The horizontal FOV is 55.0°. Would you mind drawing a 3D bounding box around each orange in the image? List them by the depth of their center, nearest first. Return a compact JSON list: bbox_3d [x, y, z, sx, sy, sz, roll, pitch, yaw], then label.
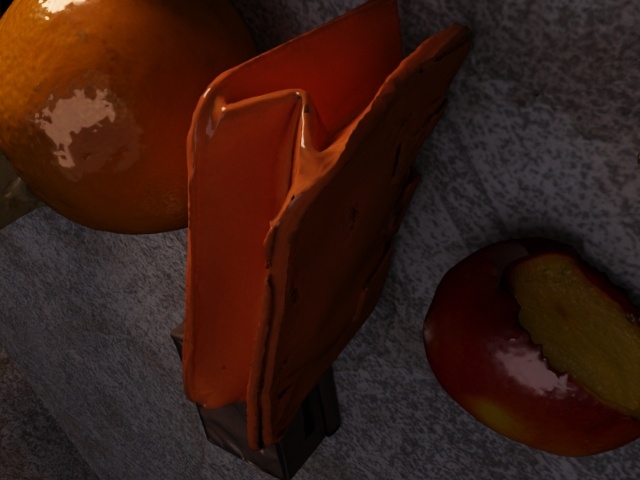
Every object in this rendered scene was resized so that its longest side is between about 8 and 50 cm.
[{"bbox_3d":[-0.203,-0.155,0.675,0.312,0.312,0.312,22,132,27],"label":"orange"}]

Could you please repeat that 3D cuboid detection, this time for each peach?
[{"bbox_3d":[0.218,0.099,0.586,0.226,0.190,0.196,10,81,44],"label":"peach"}]

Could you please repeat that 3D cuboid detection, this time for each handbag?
[{"bbox_3d":[0.000,0.000,0.612,0.116,0.303,0.410,31,137,18],"label":"handbag"}]

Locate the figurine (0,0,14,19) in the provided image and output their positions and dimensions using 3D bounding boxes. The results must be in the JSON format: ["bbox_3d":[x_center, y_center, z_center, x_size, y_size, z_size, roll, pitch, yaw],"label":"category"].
[{"bbox_3d":[-0.463,-0.395,0.836,0.308,0.143,0.308,27,126,46],"label":"figurine"}]

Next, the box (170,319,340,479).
[{"bbox_3d":[-0.095,0.219,0.965,0.188,0.153,0.252,17,130,32],"label":"box"}]

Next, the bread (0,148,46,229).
[{"bbox_3d":[-0.686,-0.218,1.052,0.371,0.279,0.390,39,137,14],"label":"bread"}]

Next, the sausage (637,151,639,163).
[{"bbox_3d":[0.317,-0.056,0.502,0.107,0.031,0.031,29,135,22],"label":"sausage"}]
